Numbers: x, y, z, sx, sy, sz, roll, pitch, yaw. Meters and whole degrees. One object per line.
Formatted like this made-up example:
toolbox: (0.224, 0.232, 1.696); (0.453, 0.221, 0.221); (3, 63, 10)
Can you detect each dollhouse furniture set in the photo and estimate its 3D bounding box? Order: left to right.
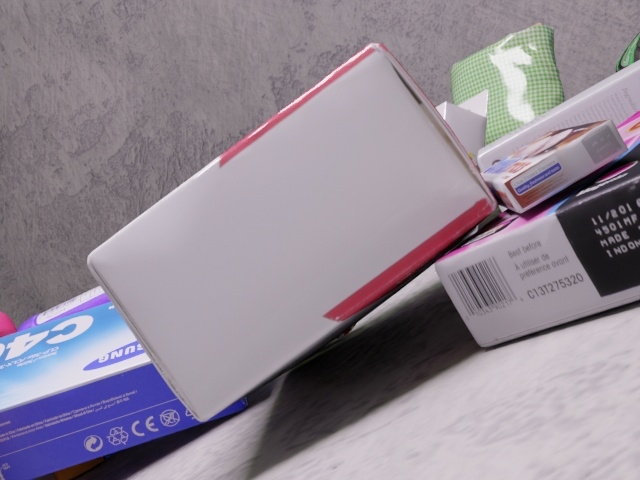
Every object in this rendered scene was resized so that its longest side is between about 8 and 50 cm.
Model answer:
dollhouse furniture set: (0.151, -0.137, 1.161); (0.151, 0.198, 0.301); (3, -21, -44)

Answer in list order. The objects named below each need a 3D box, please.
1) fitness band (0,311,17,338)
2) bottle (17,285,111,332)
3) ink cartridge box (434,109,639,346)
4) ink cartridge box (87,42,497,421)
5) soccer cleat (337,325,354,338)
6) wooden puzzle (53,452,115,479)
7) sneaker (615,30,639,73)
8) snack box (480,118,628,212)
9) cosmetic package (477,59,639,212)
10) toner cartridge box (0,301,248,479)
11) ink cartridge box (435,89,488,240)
fitness band: (-0.450, 0.179, 1.006); (0.291, 0.054, 0.209); (-43, -20, 21)
bottle: (-0.220, 0.082, 1.116); (0.283, 0.092, 0.118); (-26, -1, -1)
ink cartridge box: (0.243, -0.060, 0.575); (0.371, 0.069, 0.176); (-29, 1, -41)
ink cartridge box: (0.000, 0.000, 0.678); (0.226, 0.131, 0.306); (-37, -7, 6)
soccer cleat: (-0.002, 0.086, 0.850); (0.083, 0.029, 0.035); (-35, 6, 5)
wooden puzzle: (-0.229, 0.184, 1.058); (0.348, 0.080, 0.322); (-26, 1, -26)
sneaker: (0.550, -0.318, 1.288); (0.343, 0.134, 0.146); (-31, 2, -11)
snack box: (0.132, -0.044, 0.554); (0.064, 0.022, 0.178); (-32, 1, 6)
cosmetic package: (0.270, -0.105, 0.889); (0.231, 0.085, 0.117); (-28, 3, 14)
toner cartridge box: (-0.243, 0.136, 0.825); (0.348, 0.075, 0.165); (-18, 21, -1)
ink cartridge box: (0.132, -0.086, 1.049); (0.061, 0.181, 0.104); (17, -21, -24)
